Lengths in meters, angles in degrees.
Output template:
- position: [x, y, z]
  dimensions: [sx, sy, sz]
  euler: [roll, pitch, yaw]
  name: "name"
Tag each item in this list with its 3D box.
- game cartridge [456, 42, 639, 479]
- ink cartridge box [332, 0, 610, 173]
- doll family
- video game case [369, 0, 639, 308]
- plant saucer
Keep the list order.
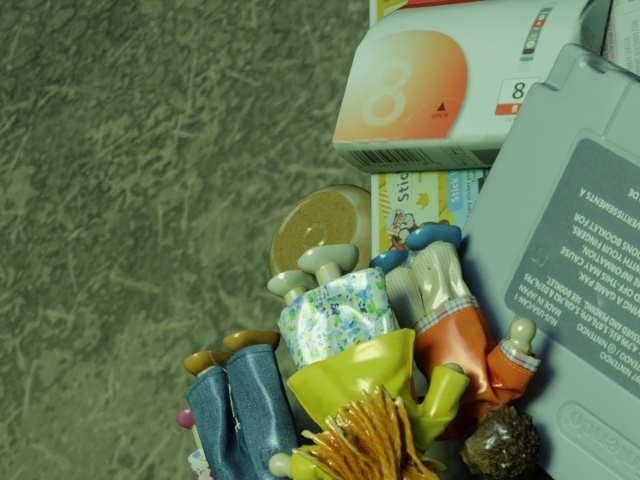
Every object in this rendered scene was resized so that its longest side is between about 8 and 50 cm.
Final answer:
- position: [0.183, 0.047, 0.885]
  dimensions: [0.294, 0.060, 0.196]
  euler: [37, 103, 41]
  name: "game cartridge"
- position: [0.094, -0.127, 1.061]
  dimensions: [0.145, 0.045, 0.179]
  euler: [-1, 67, 35]
  name: "ink cartridge box"
- position: [-0.006, 0.112, 0.937]
  dimensions: [0.263, 0.118, 0.163]
  euler: [-40, 58, 33]
  name: "doll family"
- position: [0.122, -0.086, 1.065]
  dimensions: [0.206, 0.026, 0.227]
  euler: [-17, 57, 28]
  name: "video game case"
- position: [0.000, 0.000, 1.109]
  dimensions: [0.083, 0.015, 0.083]
  euler: [-18, 55, 27]
  name: "plant saucer"
